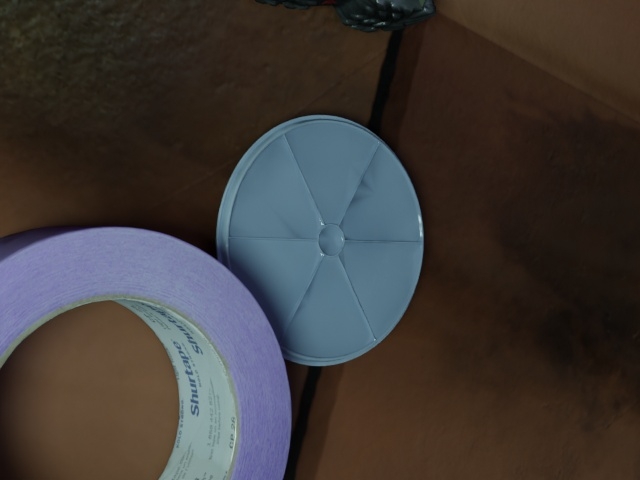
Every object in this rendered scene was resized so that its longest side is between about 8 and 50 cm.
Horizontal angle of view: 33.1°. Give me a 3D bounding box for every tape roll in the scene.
[{"bbox_3d":[-0.156,0.127,0.728,0.274,0.090,0.275,-1,92,-34],"label":"tape roll"}]

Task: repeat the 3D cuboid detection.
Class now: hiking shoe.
[{"bbox_3d":[-0.003,-0.242,0.842,0.227,0.086,0.114,12,72,-41],"label":"hiking shoe"}]

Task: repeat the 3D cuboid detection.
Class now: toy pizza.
[{"bbox_3d":[0.000,0.000,0.869,0.201,0.032,0.201,0,90,-34],"label":"toy pizza"}]
